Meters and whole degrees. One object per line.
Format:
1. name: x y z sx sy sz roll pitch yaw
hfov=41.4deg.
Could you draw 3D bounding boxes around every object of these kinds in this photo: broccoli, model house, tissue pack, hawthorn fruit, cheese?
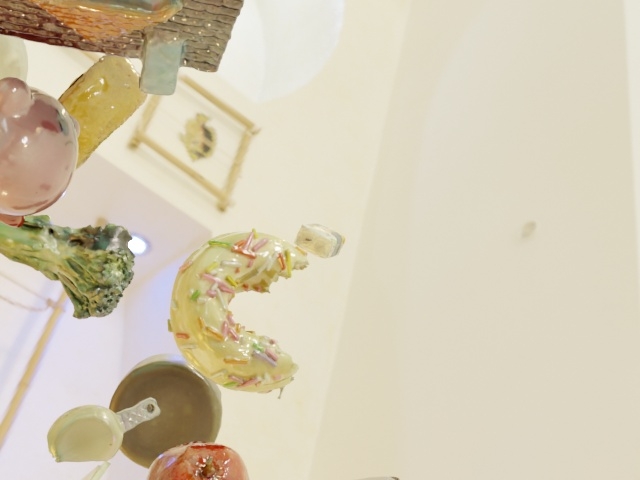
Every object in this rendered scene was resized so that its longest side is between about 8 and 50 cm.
1. broccoli: -0.436 0.014 1.294 0.165 0.304 0.145 133 -21 -66
2. model house: -0.258 -0.323 0.943 0.297 0.360 0.339 -103 -155 -48
3. tissue pack: 0.000 0.000 1.340 0.042 0.062 0.083 -64 168 10
4. hawthorn fruit: -0.211 0.434 1.505 0.225 0.197 0.196 114 -7 -52
5. cheese: -0.333 0.297 1.307 0.047 0.171 0.092 -164 -109 -70

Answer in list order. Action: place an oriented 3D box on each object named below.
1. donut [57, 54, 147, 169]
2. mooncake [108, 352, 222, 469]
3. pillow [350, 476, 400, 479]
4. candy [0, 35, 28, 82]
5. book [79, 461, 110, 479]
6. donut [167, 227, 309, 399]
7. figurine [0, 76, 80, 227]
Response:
1. donut: -0.411 -0.220 1.489 0.278 0.108 0.277 -40 -163 15
2. mooncake: -0.386 0.429 2.133 0.284 0.284 0.155 -55 -171 -3
3. pillow: 0.057 0.386 1.204 0.131 0.038 0.232 -9 -175 2
4. candy: -0.827 -0.407 1.820 0.427 0.386 0.186 -3 -152 19
5. book: -0.439 0.454 1.385 0.168 0.013 0.192 -39 -173 24
6. donut: -0.173 0.140 1.859 0.150 0.307 0.370 141 -40 -60
7. figurine: -0.382 -0.112 1.050 0.173 0.173 0.173 -40 -152 27
